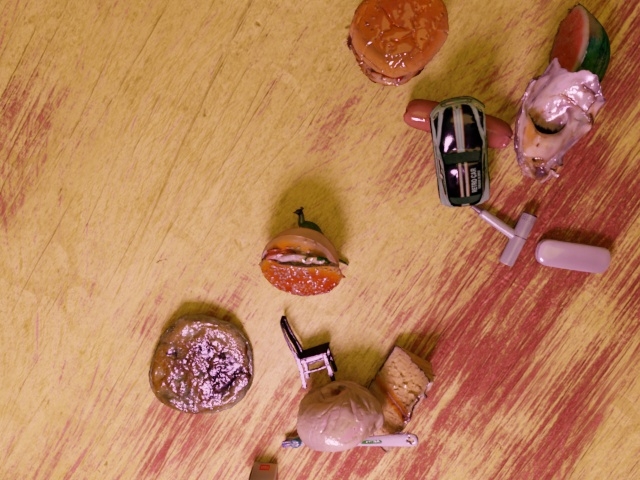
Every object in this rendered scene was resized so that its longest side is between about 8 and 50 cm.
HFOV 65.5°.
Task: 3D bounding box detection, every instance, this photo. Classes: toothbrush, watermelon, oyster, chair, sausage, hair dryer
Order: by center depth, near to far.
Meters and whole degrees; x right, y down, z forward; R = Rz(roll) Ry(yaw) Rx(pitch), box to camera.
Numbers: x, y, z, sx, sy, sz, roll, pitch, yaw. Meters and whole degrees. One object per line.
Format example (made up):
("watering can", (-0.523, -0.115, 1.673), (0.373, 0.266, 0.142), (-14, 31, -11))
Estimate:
("oyster", (0.578, -0.303, 1.250), (0.275, 0.100, 0.271), (42, 123, -19))
("watermelon", (0.694, -0.483, 1.272), (0.146, 0.128, 0.230), (13, 97, -17))
("sausage", (0.361, -0.308, 1.309), (0.289, 0.086, 0.086), (14, 98, 1))
("hair dryer", (0.477, -0.032, 1.369), (0.183, 0.044, 0.154), (23, 97, 4))
("toothbrush", (0.074, 0.557, 1.385), (0.418, 0.040, 0.042), (-13, 83, 26))
("chair", (-0.032, 0.299, 1.409), (0.102, 0.084, 0.212), (-17, 96, 8))

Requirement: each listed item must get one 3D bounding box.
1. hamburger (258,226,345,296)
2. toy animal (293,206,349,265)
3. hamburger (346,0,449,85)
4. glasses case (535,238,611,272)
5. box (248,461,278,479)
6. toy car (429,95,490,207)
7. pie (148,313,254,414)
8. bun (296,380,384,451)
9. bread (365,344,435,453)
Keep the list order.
("hamburger", (-0.053, 0.067, 1.318), (0.237, 0.147, 0.236), (9, 142, 7))
("toy animal", (-0.014, 0.009, 1.392), (0.075, 0.041, 0.216), (-38, 99, 5))
("hamburger", (0.191, -0.520, 1.249), (0.245, 0.163, 0.244), (0, 100, 2))
("glasses case", (0.690, 0.042, 1.360), (0.198, 0.049, 0.076), (8, 98, 1))
("box", (-0.172, 0.807, 1.455), (0.079, 0.135, 0.269), (3, 98, 2))
("toy car", (0.357, -0.203, 1.257), (0.136, 0.125, 0.305), (-6, 127, 15))
("pie", (-0.340, 0.365, 1.437), (0.324, 0.070, 0.322), (0, 99, 1))
("bun", (0.047, 0.463, 1.356), (0.244, 0.244, 0.153), (-11, 90, 4))
("bread", (0.217, 0.442, 1.402), (0.178, 0.142, 0.265), (38, 105, 36))
